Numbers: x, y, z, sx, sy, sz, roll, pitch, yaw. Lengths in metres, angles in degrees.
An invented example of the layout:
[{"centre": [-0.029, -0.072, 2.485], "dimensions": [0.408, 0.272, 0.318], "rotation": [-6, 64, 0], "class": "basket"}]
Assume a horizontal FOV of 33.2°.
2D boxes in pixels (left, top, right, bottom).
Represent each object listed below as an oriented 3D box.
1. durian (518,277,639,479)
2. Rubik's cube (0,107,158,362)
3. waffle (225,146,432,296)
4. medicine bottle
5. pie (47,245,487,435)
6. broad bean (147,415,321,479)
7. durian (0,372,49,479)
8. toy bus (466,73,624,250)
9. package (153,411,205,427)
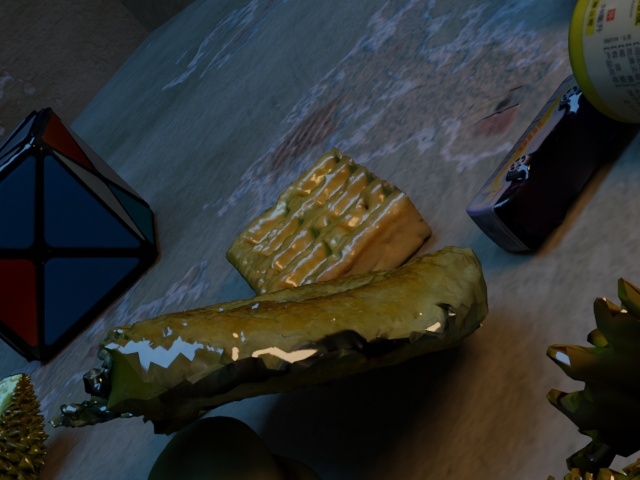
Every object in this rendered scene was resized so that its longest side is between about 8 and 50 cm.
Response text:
[{"centre": [0.126, 0.140, 0.317], "dimensions": [0.258, 0.258, 0.293], "rotation": [-49, 5, -13], "class": "durian"}, {"centre": [-0.408, -0.013, 1.563], "dimensions": [0.248, 0.246, 0.250], "rotation": [-41, 20, 4], "class": "Rubik's cube"}, {"centre": [0.000, 0.000, 1.054], "dimensions": [0.168, 0.057, 0.274], "rotation": [-44, 20, -1], "class": "waffle"}, {"centre": [0.279, -0.145, 0.729], "dimensions": [0.122, 0.122, 0.212], "rotation": [-50, 21, -16], "class": "medicine bottle"}, {"centre": [-0.030, 0.069, 0.749], "dimensions": [0.297, 0.078, 0.371], "rotation": [-15, -3, -7], "class": "pie"}, {"centre": [-0.083, 0.248, 0.675], "dimensions": [0.189, 0.121, 0.263], "rotation": [14, 74, 60], "class": "broad bean"}, {"centre": [-0.362, 0.260, 1.172], "dimensions": [0.220, 0.095, 0.137], "rotation": [-52, -13, -18], "class": "durian"}, {"centre": [0.184, -0.066, 0.848], "dimensions": [0.172, 0.057, 0.072], "rotation": [-51, 14, -20], "class": "toy bus"}, {"centre": [-0.110, 0.128, 1.046], "dimensions": [0.121, 0.031, 0.108], "rotation": [-35, 22, 7], "class": "package"}]
